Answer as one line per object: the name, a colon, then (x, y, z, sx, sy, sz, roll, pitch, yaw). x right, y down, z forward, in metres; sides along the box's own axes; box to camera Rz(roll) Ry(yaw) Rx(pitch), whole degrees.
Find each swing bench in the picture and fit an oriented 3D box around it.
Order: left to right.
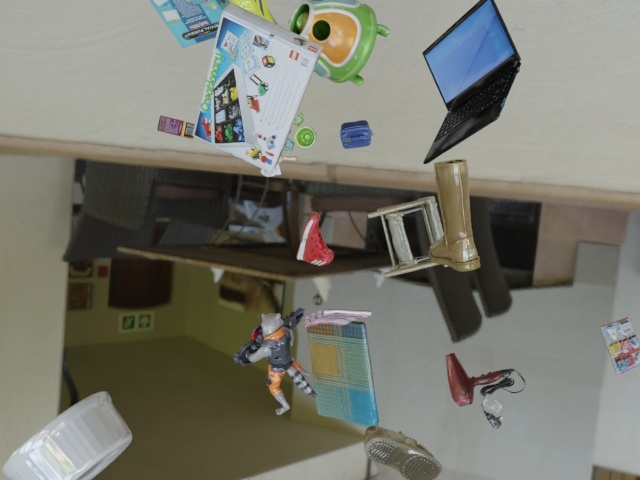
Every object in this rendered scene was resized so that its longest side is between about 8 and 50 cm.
swing bench: (0.342, -0.017, 2.240, 0.255, 0.253, 0.165, -12, -175, 21)

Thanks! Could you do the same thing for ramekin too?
ramekin: (-0.584, 0.501, 1.416, 0.135, 0.277, 0.277, 48, -167, 9)

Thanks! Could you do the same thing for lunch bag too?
lunch bag: (0.108, -0.312, 1.778, 0.099, 0.067, 0.065, -8, -145, 8)

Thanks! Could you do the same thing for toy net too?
toy net: (-0.121, -0.300, 1.929, 0.232, 0.122, 0.045, -39, 179, 17)

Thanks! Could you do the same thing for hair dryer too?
hair dryer: (0.567, 0.512, 2.160, 0.294, 0.223, 0.080, 36, 158, 7)

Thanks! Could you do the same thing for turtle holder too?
turtle holder: (0.028, -0.614, 1.745, 0.228, 0.320, 0.243, 14, 136, -29)

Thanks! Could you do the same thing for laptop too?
laptop: (0.286, -0.333, 1.261, 0.137, 0.264, 0.234, 36, 152, -13)

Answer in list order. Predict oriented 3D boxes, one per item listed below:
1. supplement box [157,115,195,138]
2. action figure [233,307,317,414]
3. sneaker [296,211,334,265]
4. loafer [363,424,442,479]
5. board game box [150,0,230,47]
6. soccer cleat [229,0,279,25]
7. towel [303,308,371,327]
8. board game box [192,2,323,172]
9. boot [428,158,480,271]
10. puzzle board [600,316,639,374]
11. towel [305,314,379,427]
supplement box: (-0.385, -0.303, 1.605, 0.083, 0.043, 0.055, 16, -172, 16)
action figure: (-0.110, 0.374, 2.057, 0.179, 0.330, 0.341, 4, -146, 43)
sneaker: (0.000, 0.000, 2.087, 0.128, 0.221, 0.087, 21, -132, 4)
loafer: (0.223, 0.570, 1.619, 0.269, 0.102, 0.092, 37, -165, -25)
board game box: (-0.496, -0.905, 2.228, 0.254, 0.079, 0.336, -7, 141, 25)
soccer cleat: (-0.196, -0.652, 1.727, 0.094, 0.289, 0.121, -21, -144, 26)
towel: (0.045, 0.223, 1.718, 0.144, 0.029, 0.197, 3, 164, -20)
board game box: (-0.136, -0.295, 1.209, 0.193, 0.305, 0.053, 25, -135, -3)
boot: (0.331, -0.073, 1.536, 0.089, 0.269, 0.236, -14, -170, -14)
puzzle board: (0.602, 0.206, 1.186, 0.128, 0.096, 0.011, -5, 166, -41)
towel: (0.073, 0.444, 2.053, 0.272, 0.369, 0.040, 1, -168, 42)
